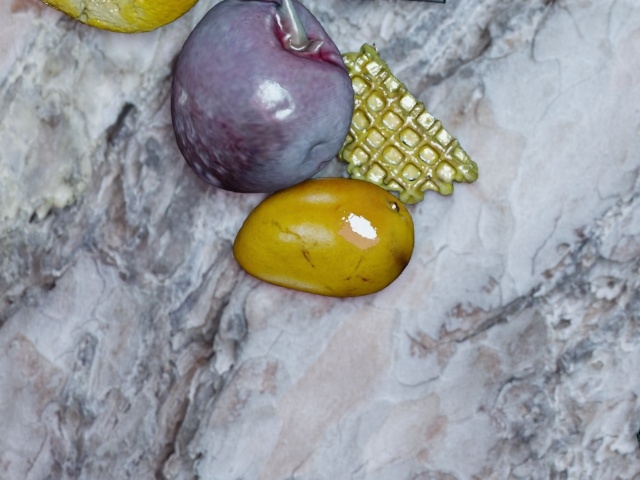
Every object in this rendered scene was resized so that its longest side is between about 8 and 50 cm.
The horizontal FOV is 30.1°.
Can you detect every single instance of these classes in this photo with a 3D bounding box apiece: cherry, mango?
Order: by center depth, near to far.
[{"bbox_3d":[-0.065,-0.159,1.299,0.266,0.183,0.213,-52,49,44],"label":"cherry"},{"bbox_3d":[0.000,0.000,1.365,0.219,0.112,0.145,-6,115,18],"label":"mango"}]

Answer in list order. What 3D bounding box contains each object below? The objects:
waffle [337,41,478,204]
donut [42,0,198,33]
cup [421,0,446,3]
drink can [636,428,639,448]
[{"bbox_3d":[0.088,-0.135,1.364,0.160,0.046,0.192,-10,99,11],"label":"waffle"},{"bbox_3d":[-0.222,-0.332,1.281,0.253,0.118,0.253,4,144,3],"label":"donut"},{"bbox_3d":[0.083,-0.325,1.304,0.129,0.095,0.128,2,101,8],"label":"cup"},{"bbox_3d":[0.471,0.234,1.352,0.204,0.118,0.118,-17,98,9],"label":"drink can"}]
